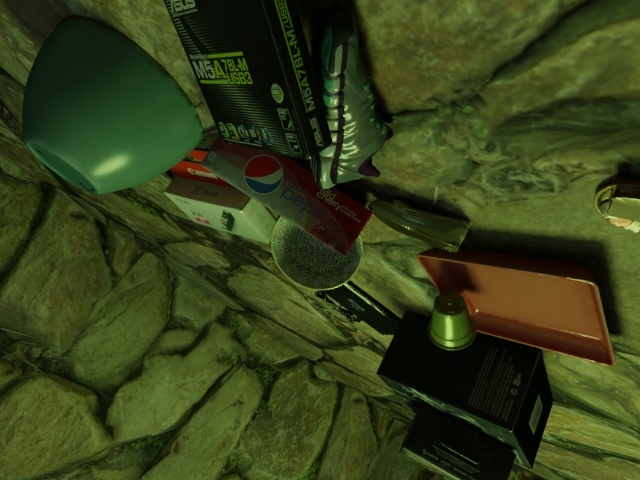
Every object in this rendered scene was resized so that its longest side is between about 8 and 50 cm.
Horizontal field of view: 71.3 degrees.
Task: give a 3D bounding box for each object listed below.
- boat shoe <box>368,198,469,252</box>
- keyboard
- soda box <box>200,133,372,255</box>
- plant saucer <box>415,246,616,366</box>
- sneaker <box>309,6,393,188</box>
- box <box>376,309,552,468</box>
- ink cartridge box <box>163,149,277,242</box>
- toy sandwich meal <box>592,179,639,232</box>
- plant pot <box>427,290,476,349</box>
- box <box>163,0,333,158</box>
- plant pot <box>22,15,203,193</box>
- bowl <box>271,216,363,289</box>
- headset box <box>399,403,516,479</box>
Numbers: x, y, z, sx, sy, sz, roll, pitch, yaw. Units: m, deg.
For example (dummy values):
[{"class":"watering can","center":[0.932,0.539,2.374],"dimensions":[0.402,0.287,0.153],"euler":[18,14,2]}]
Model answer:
[{"class":"boat shoe","center":[0.144,-0.033,0.671],"dimensions":[0.153,0.048,0.056],"euler":[26,172,31]},{"class":"keyboard","center":[0.080,0.168,1.215],"dimensions":[0.317,0.033,0.201],"euler":[39,151,-19]},{"class":"soda box","center":[-0.051,-0.081,0.713],"dimensions":[0.263,0.083,0.092],"euler":[32,-178,-3]},{"class":"plant saucer","center":[0.316,0.094,0.713],"dimensions":[0.258,0.048,0.259],"euler":[9,150,44]},{"class":"sneaker","center":[0.040,-0.157,0.515],"dimensions":[0.098,0.083,0.224],"euler":[-8,145,-10]},{"class":"box","center":[0.356,0.359,1.075],"dimensions":[0.312,0.179,0.343],"euler":[14,153,40]},{"class":"ink cartridge box","center":[-0.256,-0.106,1.003],"dimensions":[0.275,0.060,0.239],"euler":[15,155,35]},{"class":"toy sandwich meal","center":[0.320,-0.030,0.452],"dimensions":[0.085,0.029,0.085],"euler":[26,159,11]},{"class":"plant pot","center":[0.221,0.130,0.760],"dimensions":[0.083,0.083,0.079],"euler":[16,143,33]},{"class":"box","center":[-0.082,-0.191,0.490],"dimensions":[0.190,0.045,0.184],"euler":[22,142,45]},{"class":"plant pot","center":[-0.383,-0.196,0.775],"dimensions":[0.290,0.195,0.290],"euler":[26,159,11]},{"class":"bowl","center":[0.000,0.000,0.833],"dimensions":[0.170,0.170,0.080],"euler":[30,-157,0]},{"class":"headset box","center":[0.308,0.498,1.047],"dimensions":[0.218,0.110,0.293],"euler":[24,158,18]}]
